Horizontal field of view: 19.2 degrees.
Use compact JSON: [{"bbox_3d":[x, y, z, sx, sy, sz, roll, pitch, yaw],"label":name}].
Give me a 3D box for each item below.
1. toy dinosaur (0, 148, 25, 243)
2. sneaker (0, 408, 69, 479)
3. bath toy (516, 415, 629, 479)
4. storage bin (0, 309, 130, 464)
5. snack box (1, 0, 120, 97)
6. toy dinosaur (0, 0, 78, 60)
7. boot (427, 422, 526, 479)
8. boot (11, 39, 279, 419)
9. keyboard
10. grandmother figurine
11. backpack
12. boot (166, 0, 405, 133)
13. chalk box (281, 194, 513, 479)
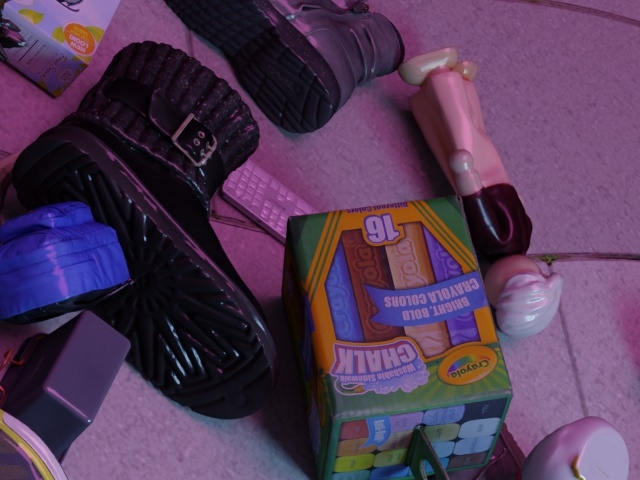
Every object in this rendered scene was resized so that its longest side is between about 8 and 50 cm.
[{"bbox_3d":[-0.327,-0.031,1.730,0.118,0.064,0.268,47,38,-28],"label":"toy dinosaur"},{"bbox_3d":[-0.255,0.259,1.552,0.121,0.111,0.300,-32,83,-45],"label":"sneaker"},{"bbox_3d":[0.318,0.334,1.957,0.348,0.129,0.151,51,53,-17],"label":"bath toy"},{"bbox_3d":[-0.233,0.125,1.678,0.098,0.091,0.135,39,41,-14],"label":"storage bin"},{"bbox_3d":[-0.307,-0.272,1.916,0.207,0.070,0.174,35,43,-16],"label":"snack box"},{"bbox_3d":[-0.356,-0.245,1.716,0.322,0.218,0.164,25,49,34],"label":"toy dinosaur"},{"bbox_3d":[0.119,0.241,1.941,0.190,0.076,0.208,51,47,3],"label":"boot"},{"bbox_3d":[-0.125,-0.020,1.854,0.348,0.131,0.260,55,30,-10],"label":"boot"},{"bbox_3d":[0.000,0.000,2.041,0.256,0.014,0.072,38,42,-16],"label":"keyboard"},{"bbox_3d":[0.193,-0.047,2.191,0.208,0.104,0.342,13,55,-54],"label":"grandmother figurine"},{"bbox_3d":[-0.247,0.022,1.694,0.101,0.098,0.120,66,26,-2],"label":"backpack"},{"bbox_3d":[-0.057,-0.292,2.146,0.338,0.118,0.223,57,37,-10],"label":"boot"},{"bbox_3d":[0.073,0.129,1.843,0.179,0.180,0.289,-7,60,-9],"label":"chalk box"}]
